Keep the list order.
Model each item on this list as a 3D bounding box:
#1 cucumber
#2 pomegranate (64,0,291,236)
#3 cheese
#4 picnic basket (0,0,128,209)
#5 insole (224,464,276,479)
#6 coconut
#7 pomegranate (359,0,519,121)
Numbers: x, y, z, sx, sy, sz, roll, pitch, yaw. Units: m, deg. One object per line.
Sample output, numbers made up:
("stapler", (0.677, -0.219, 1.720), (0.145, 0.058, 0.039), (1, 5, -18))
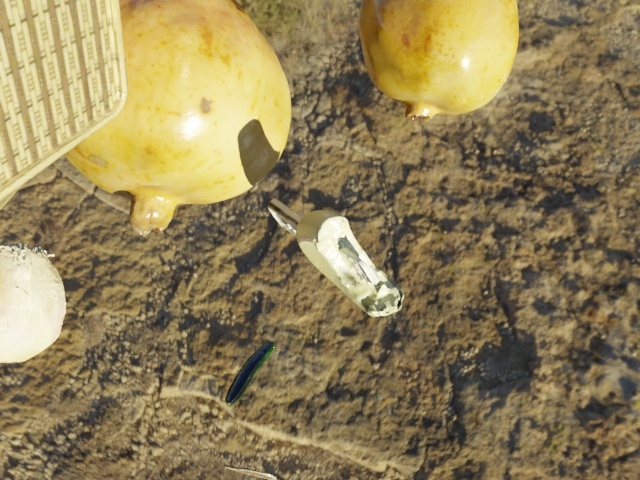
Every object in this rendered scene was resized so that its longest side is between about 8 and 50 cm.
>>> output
("cucumber", (-0.147, 0.270, 1.191), (0.036, 0.033, 0.184), (30, 46, 8))
("pomegranate", (-0.203, -0.173, 0.783), (0.343, 0.342, 0.342), (4, 57, -6))
("cheese", (-0.001, 0.001, 0.691), (0.050, 0.127, 0.235), (-42, 34, -9))
("picnic basket", (-0.255, -0.115, 0.291), (0.176, 0.228, 0.312), (19, 41, 10))
("insole", (-0.145, 0.476, 1.180), (0.065, 0.193, 0.006), (30, 61, -23))
("coconut", (-0.732, 0.154, 1.300), (0.298, 0.297, 0.254), (-8, 76, -14))
("pomegranate", (0.159, -0.281, 0.777), (0.233, 0.233, 0.233), (4, 57, -6))
